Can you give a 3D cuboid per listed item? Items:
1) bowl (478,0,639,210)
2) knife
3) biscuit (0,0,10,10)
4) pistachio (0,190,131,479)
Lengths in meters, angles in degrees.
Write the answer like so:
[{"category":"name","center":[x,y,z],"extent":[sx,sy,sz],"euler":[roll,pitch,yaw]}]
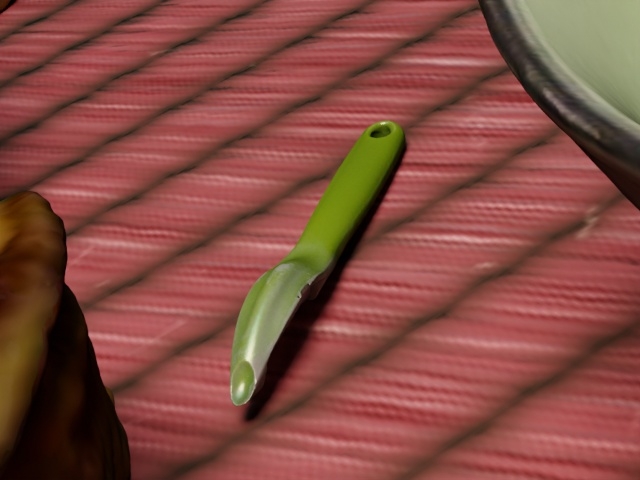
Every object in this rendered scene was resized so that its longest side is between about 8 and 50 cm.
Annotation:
[{"category":"bowl","center":[0.232,-0.078,0.416],"extent":[0.354,0.185,0.354],"euler":[-21,40,19]},{"category":"knife","center":[0.000,0.000,0.624],"extent":[0.022,0.026,0.184],"euler":[8,33,16]},{"category":"biscuit","center":[-0.349,-0.149,1.038],"extent":[0.367,0.063,0.314],"euler":[-8,30,18]},{"category":"pistachio","center":[-0.112,0.065,0.479],"extent":[0.165,0.131,0.210],"euler":[-62,11,7]}]
